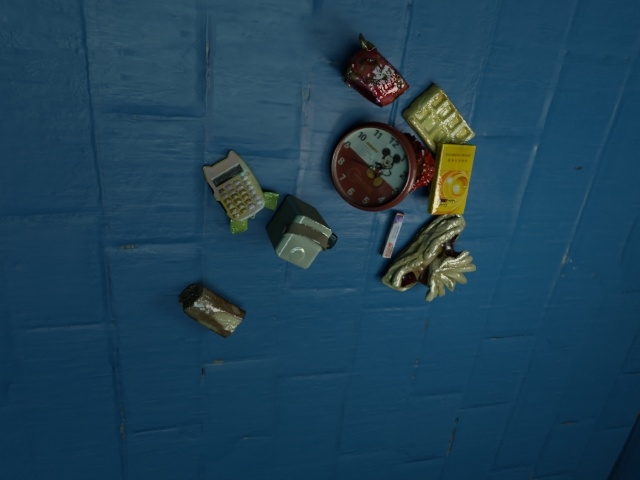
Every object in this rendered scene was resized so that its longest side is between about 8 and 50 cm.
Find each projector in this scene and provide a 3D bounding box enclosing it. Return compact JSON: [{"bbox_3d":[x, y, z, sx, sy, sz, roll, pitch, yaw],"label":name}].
[{"bbox_3d":[-0.079,-0.028,1.756,0.163,0.242,0.177,25,105,-28],"label":"projector"}]

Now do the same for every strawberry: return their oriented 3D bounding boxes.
[{"bbox_3d":[0.331,-0.280,1.810,0.178,0.234,0.234,-5,121,-46],"label":"strawberry"}]

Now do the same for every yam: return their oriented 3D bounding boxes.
[{"bbox_3d":[-0.412,0.266,1.871,0.128,0.129,0.238,-25,127,38],"label":"yam"}]

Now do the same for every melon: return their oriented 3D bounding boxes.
[{"bbox_3d":[-0.243,-0.114,1.768,0.209,0.064,0.118,-23,119,-7],"label":"melon"}]

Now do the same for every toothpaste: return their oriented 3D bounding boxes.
[{"bbox_3d":[0.292,-0.024,1.987,0.047,0.040,0.196,8,113,-18],"label":"toothpaste"}]

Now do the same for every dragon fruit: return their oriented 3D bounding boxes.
[{"bbox_3d":[0.162,-0.532,1.598,0.147,0.211,0.282,-45,141,17],"label":"dragon fruit"}]

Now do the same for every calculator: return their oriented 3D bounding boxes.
[{"bbox_3d":[-0.292,-0.178,1.695,0.157,0.033,0.237,-30,96,-1],"label":"calculator"}]

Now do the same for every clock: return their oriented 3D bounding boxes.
[{"bbox_3d":[0.184,-0.258,1.741,0.318,0.080,0.319,5,103,23],"label":"clock"}]

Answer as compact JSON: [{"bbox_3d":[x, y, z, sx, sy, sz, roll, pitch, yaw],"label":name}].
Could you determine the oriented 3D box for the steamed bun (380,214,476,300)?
[{"bbox_3d":[0.477,0.095,2.025,0.428,0.189,0.247,-44,127,6],"label":"steamed bun"}]

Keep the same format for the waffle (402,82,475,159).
[{"bbox_3d":[0.442,-0.426,1.822,0.168,0.057,0.274,-43,120,7],"label":"waffle"}]

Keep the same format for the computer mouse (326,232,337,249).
[{"bbox_3d":[0.000,0.000,1.906,0.135,0.047,0.079,-17,126,1],"label":"computer mouse"}]

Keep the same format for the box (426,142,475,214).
[{"bbox_3d":[0.494,-0.231,1.859,0.152,0.043,0.269,-2,109,-20],"label":"box"}]

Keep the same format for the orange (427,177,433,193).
[{"bbox_3d":[0.458,-0.212,1.921,0.083,0.083,0.084,-7,117,-14],"label":"orange"}]
